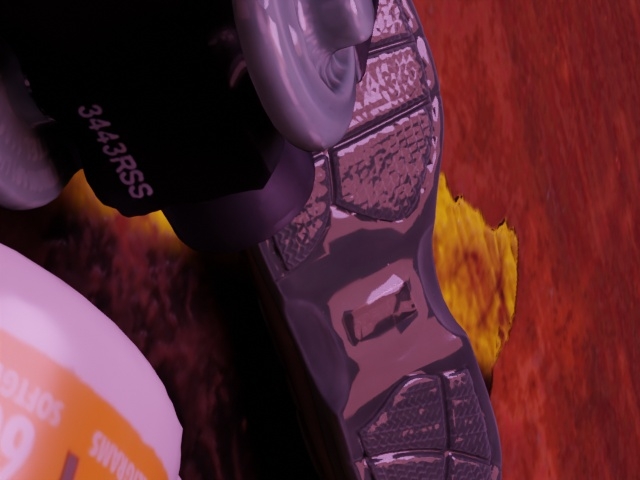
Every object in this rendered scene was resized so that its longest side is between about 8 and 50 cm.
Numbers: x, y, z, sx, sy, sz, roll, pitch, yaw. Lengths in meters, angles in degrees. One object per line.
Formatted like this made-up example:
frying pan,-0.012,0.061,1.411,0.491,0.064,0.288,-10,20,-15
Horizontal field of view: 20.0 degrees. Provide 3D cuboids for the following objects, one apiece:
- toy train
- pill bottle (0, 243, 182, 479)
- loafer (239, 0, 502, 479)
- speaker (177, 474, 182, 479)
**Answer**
toy train,-0.078,-0.153,0.521,0.190,0.142,0.334,-80,151,-44
pill bottle,-0.137,0.136,0.355,0.162,0.162,0.278,52,45,-48
loafer,0.000,0.000,0.730,0.096,0.084,0.268,-20,105,-28
speaker,-0.095,0.095,0.548,0.136,0.055,0.055,0,89,-61
